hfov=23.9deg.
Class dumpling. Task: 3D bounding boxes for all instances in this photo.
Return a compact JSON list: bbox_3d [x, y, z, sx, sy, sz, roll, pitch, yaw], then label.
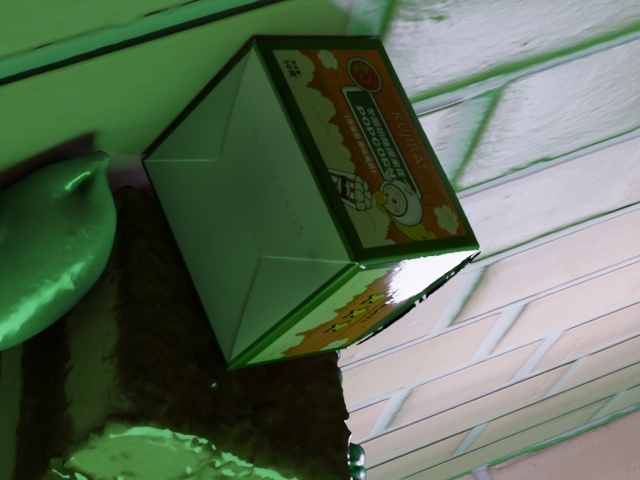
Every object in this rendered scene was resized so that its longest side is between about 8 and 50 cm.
[{"bbox_3d":[-0.236,0.006,1.181,0.216,0.149,0.105,-46,123,7],"label":"dumpling"}]

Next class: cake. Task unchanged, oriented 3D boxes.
[{"bbox_3d":[-0.143,0.144,1.295,0.256,0.282,0.290,26,130,-33],"label":"cake"}]

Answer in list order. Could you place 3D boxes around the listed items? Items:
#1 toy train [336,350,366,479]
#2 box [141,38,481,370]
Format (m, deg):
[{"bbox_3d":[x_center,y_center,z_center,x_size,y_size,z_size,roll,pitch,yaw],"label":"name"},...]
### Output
[{"bbox_3d":[-0.076,0.257,1.964,0.249,0.178,0.429,-13,161,-2],"label":"toy train"},{"bbox_3d":[-0.009,-0.030,1.178,0.148,0.195,0.177,-6,154,-43],"label":"box"}]
